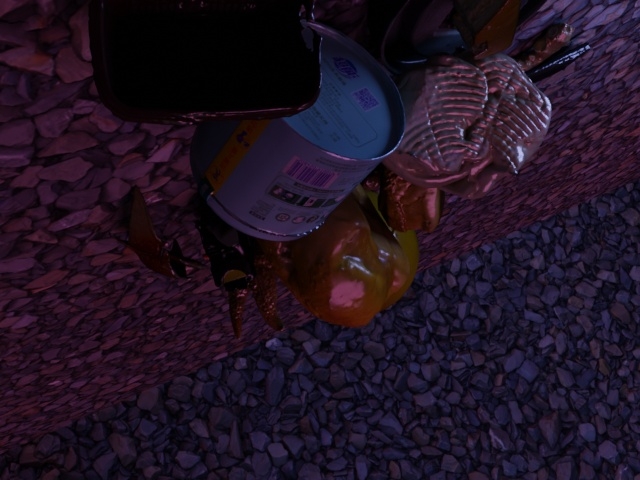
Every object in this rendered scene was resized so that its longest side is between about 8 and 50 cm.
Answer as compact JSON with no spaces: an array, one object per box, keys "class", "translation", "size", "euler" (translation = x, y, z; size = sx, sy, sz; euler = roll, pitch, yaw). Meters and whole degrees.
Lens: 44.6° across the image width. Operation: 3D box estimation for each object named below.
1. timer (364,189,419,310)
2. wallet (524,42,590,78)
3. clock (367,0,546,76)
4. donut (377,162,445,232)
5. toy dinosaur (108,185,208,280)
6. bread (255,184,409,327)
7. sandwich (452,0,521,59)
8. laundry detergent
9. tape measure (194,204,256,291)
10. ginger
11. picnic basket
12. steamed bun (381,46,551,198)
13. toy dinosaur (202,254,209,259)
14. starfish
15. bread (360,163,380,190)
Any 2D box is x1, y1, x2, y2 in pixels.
[{"class":"timer","translation":[0.057,0.015,2.061],"size":[0.386,0.376,0.376],"euler":[32,133,-19]},{"class":"wallet","translation":[0.509,-0.398,1.902],"size":[0.285,0.030,0.146],"euler":[-25,179,-11]},{"class":"clock","translation":[0.260,-0.436,1.378],"size":[0.386,0.077,0.386],"euler":[-25,164,-8]},{"class":"donut","translation":[0.193,-0.166,1.725],"size":[0.159,0.330,0.330],"euler":[-8,165,9]},{"class":"toy dinosaur","translation":[-0.355,-0.008,1.697],"size":[0.206,0.113,0.327],"euler":[6,158,33]},{"class":"bread","translation":[0.000,0.000,1.671],"size":[0.250,0.394,0.361],"euler":[-38,150,11]},{"class":"sandwich","translation":[0.271,-0.371,1.297],"size":[0.088,0.090,0.244],"euler":[-32,166,4]},{"class":"laundry detergent","translation":[-0.056,-0.168,1.337],"size":[0.287,0.287,0.305],"euler":[-12,158,-40]},{"class":"tape measure","translation":[-0.212,-0.001,1.774],"size":[0.112,0.199,0.186],"euler":[-10,-156,2]},{"class":"ginger","translation":[0.505,-0.436,1.789],"size":[0.173,0.051,0.069],"euler":[-39,156,30]},{"class":"picnic basket","translation":[-0.156,-0.258,1.053],"size":[0.296,0.223,0.129],"euler":[-4,179,-13]},{"class":"steamed bun","translation":[0.246,-0.221,1.462],"size":[0.319,0.275,0.206],"euler":[10,180,-16]},{"class":"toy dinosaur","translation":[-0.175,0.030,2.012],"size":[0.286,0.139,0.070],"euler":[-33,161,23]},{"class":"starfish","translation":[-0.152,0.049,1.898],"size":[0.375,0.327,0.094],"euler":[-59,160,-7]},{"class":"bread","translation":[0.118,-0.176,1.880],"size":[0.082,0.113,0.060],"euler":[-3,145,-40]}]
